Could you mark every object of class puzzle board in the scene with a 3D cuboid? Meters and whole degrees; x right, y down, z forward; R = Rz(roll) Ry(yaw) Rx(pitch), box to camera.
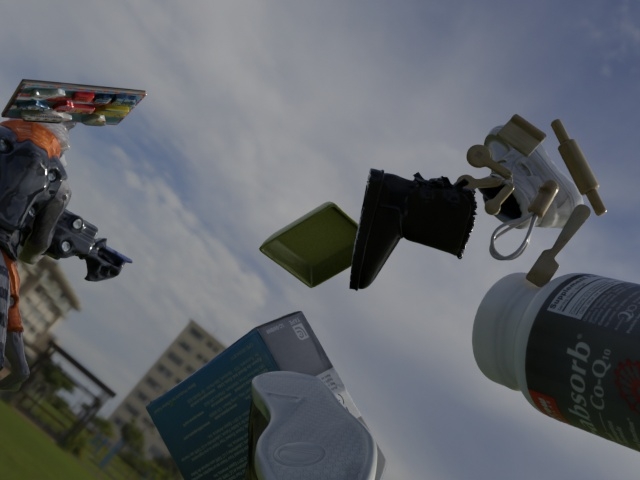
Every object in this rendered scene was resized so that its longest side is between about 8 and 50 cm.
[{"bbox_3d":[-0.261,-0.141,0.933,0.128,0.011,0.096,1,-15,-32],"label":"puzzle board"}]

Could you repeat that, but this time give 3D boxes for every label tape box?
[{"bbox_3d":[-0.049,0.296,1.136,0.240,0.106,0.334,-36,-102,33],"label":"label tape box"}]

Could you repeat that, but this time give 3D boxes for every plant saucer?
[{"bbox_3d":[0.000,0.000,1.789,0.188,0.188,0.045,39,29,-44],"label":"plant saucer"}]

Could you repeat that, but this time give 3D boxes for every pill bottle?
[{"bbox_3d":[0.392,0.158,1.176,0.363,0.210,0.210,14,-31,53],"label":"pill bottle"}]

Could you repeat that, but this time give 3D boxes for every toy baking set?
[{"bbox_3d":[0.314,-0.064,1.299,0.030,0.196,0.256,77,-12,-71],"label":"toy baking set"}]

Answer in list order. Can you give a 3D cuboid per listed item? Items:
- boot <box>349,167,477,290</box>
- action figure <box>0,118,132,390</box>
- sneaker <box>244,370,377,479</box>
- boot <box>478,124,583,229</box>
[{"bbox_3d":[0.082,-0.005,0.789,0.099,0.121,0.045,12,10,0],"label":"boot"},{"bbox_3d":[-0.338,0.001,1.020,0.178,0.330,0.341,-11,-28,44],"label":"action figure"},{"bbox_3d":[-0.014,0.232,0.805,0.104,0.147,0.296,-1,10,-10],"label":"sneaker"},{"bbox_3d":[0.305,-0.108,1.433,0.258,0.123,0.095,-124,-144,-48],"label":"boot"}]
